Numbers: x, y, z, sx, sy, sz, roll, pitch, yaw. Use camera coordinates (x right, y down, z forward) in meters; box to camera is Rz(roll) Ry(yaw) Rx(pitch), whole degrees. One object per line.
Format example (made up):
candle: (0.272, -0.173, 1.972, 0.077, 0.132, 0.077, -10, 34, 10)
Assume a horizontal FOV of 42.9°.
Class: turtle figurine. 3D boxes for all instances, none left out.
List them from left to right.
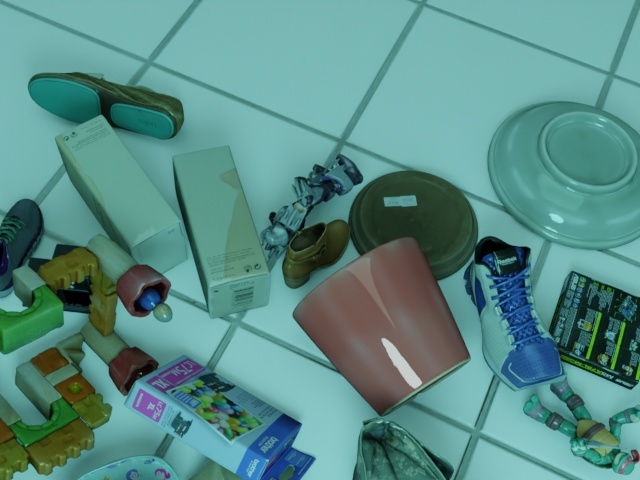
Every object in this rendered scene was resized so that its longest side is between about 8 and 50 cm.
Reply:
turtle figurine: (0.492, 0.346, 1.462, 0.175, 0.118, 0.234, -22, 45, -36)

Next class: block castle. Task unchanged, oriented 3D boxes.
block castle: (-0.460, 0.217, 1.309, 0.213, 0.303, 0.453, 38, 44, 24)

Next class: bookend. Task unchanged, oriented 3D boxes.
bookend: (-0.491, 0.068, 1.529, 0.156, 0.157, 0.072, 7, 59, -1)

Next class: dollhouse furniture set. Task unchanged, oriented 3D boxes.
dollhouse furniture set: (-0.128, 0.454, 1.402, 0.151, 0.123, 0.144, 3, 52, -44)

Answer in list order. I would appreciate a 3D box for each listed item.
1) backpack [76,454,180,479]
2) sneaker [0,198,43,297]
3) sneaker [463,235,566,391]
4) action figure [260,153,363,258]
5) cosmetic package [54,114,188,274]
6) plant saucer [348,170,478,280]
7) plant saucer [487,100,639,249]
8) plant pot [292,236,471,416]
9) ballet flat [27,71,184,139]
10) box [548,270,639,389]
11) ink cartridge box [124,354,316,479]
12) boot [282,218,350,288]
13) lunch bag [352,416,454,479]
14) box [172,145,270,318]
backpack: (-0.301, 0.475, 1.293, 0.225, 0.191, 0.253, -18, 57, -13)
sneaker: (-0.607, -0.001, 1.595, 0.083, 0.098, 0.223, 8, 59, 0)
sneaker: (0.350, 0.114, 1.531, 0.128, 0.182, 0.315, -16, 53, -2)
action figure: (-0.038, -0.070, 1.646, 0.099, 0.185, 0.285, 47, 48, -2)
cosmetic package: (-0.396, -0.083, 1.626, 0.113, 0.160, 0.309, -30, 65, -19)
plant saucer: (0.198, -0.040, 1.715, 0.278, 0.041, 0.277, 1, 59, -2)
plant saucer: (0.574, -0.172, 1.787, 0.401, 0.100, 0.400, 2, 60, -3)
plant pot: (0.126, 0.164, 1.473, 0.275, 0.275, 0.243, -28, 74, -19)
ballet flat: (-0.461, -0.313, 1.796, 0.343, 0.116, 0.124, 12, 39, 3)
box: (0.555, 0.174, 1.612, 0.184, 0.045, 0.190, 23, 59, 6)
ink cartridge box: (-0.157, 0.314, 1.400, 0.311, 0.186, 0.065, 30, 104, 11)
boot: (0.000, 0.000, 1.608, 0.073, 0.152, 0.197, 34, 63, 14)
lunch bag: (0.141, 0.438, 1.311, 0.169, 0.235, 0.287, -18, 63, -8)
box: (-0.200, -0.020, 1.611, 0.121, 0.148, 0.311, -13, 62, -13)
